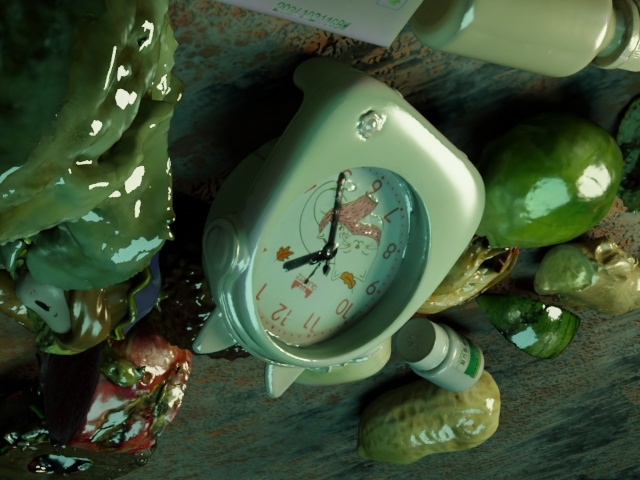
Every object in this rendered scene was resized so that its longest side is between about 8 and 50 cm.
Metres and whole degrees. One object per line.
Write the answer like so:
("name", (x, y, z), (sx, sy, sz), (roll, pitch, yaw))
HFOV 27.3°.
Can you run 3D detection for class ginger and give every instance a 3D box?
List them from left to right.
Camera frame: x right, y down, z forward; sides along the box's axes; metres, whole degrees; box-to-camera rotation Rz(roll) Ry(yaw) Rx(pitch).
("ginger", (0.378, 0.054, 1.749), (0.213, 0.074, 0.137), (13, 152, -42))

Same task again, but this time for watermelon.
("watermelon", (0.303, 0.105, 1.796), (0.181, 0.092, 0.075), (21, 122, -39))

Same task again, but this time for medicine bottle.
("medicine bottle", (0.164, 0.156, 1.826), (0.080, 0.080, 0.130), (-27, 146, 23))
("medicine bottle", (0.208, -0.211, 1.220), (0.252, 0.114, 0.114), (8, 143, -29))

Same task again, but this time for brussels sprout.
("brussels sprout", (0.245, -0.062, 1.445), (0.161, 0.144, 0.181), (-37, -175, -30))

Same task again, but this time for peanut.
("peanut", (0.158, 0.268, 1.967), (0.253, 0.122, 0.137), (-23, 155, 21))

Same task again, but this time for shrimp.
("shrimp", (0.197, 0.036, 1.671), (0.133, 0.053, 0.236), (5, 148, -22))

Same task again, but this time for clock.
("clock", (0.000, 0.000, 1.337), (0.324, 0.108, 0.265), (-52, 133, -1))

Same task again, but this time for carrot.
("carrot", (-0.380, 0.036, 1.483), (0.057, 0.057, 0.224), (-24, 142, 19))

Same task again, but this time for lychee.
("lychee", (-0.117, 0.049, 1.472), (0.188, 0.188, 0.188), (-9, 149, -5))

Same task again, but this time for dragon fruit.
("dragon fruit", (-0.241, 0.158, 1.592), (0.147, 0.211, 0.282), (14, 167, -26))

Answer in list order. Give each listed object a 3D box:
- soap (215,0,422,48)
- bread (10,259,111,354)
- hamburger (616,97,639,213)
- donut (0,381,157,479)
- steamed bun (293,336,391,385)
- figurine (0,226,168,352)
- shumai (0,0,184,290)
("soap", (-0.013, -0.266, 0.989), (0.199, 0.182, 0.138), (10, 141, -34))
("bread", (-0.272, 0.045, 1.447), (0.086, 0.156, 0.125), (-32, 170, 35))
("hamburger", (0.477, -0.125, 1.433), (0.211, 0.132, 0.309), (8, 144, -30))
("donut", (-0.352, 0.265, 1.783), (0.270, 0.103, 0.269), (-7, 154, -4))
("steamed bun", (0.008, 0.108, 1.626), (0.170, 0.152, 0.238), (-15, 146, 6))
("figurine", (-0.275, 0.010, 1.310), (0.263, 0.189, 0.142), (34, 165, -12))
("shumai", (-0.259, -0.139, 1.035), (0.395, 0.395, 0.348), (-22, 168, 16))
